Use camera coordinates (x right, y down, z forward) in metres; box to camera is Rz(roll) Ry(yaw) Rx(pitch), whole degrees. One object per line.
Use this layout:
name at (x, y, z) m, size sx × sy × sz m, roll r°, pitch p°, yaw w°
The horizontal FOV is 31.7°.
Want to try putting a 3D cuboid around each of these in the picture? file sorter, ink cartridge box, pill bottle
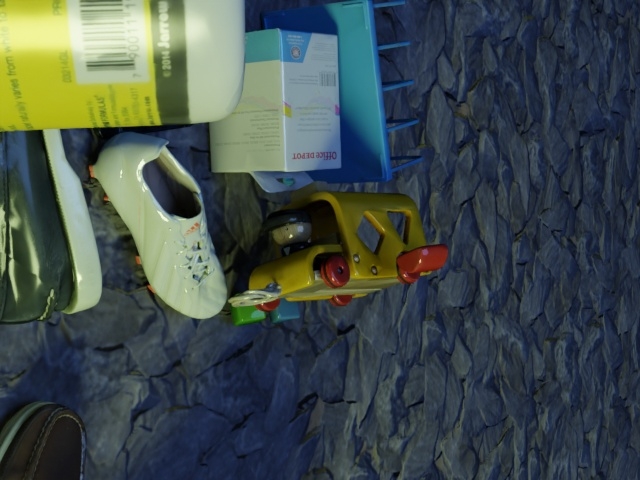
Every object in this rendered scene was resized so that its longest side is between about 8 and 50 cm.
file sorter at (0.029, -0.148, 1.117) m, size 0.104 × 0.118 × 0.170 m, roll -23°, pitch 109°, yaw -56°
ink cartridge box at (-0.043, -0.117, 1.037) m, size 0.092 × 0.090 × 0.143 m, roll -7°, pitch 98°, yaw -55°
pill bottle at (-0.210, -0.148, 0.580) m, size 0.188 × 0.334 × 0.188 m, roll 178°, pitch -90°, yaw -83°

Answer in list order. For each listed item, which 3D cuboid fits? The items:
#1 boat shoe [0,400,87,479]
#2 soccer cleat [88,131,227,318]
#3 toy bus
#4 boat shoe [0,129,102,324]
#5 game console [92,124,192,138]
boat shoe at (-0.196, 0.239, 0.796) m, size 0.095 × 0.095 × 0.257 m, roll 43°, pitch 48°, yaw -52°
soccer cleat at (-0.120, -0.006, 0.939) m, size 0.068 × 0.076 × 0.196 m, roll -58°, pitch 135°, yaw -37°
toy bus at (0.004, 0.002, 1.014) m, size 0.202 × 0.191 × 0.104 m, roll 102°, pitch -24°, yaw -78°
boat shoe at (-0.244, -0.097, 0.729) m, size 0.113 × 0.127 × 0.340 m, roll -23°, pitch 113°, yaw -30°
game console at (-0.128, -0.143, 0.931) m, size 0.122 × 0.071 × 0.107 m, roll -17°, pitch 104°, yaw -53°
